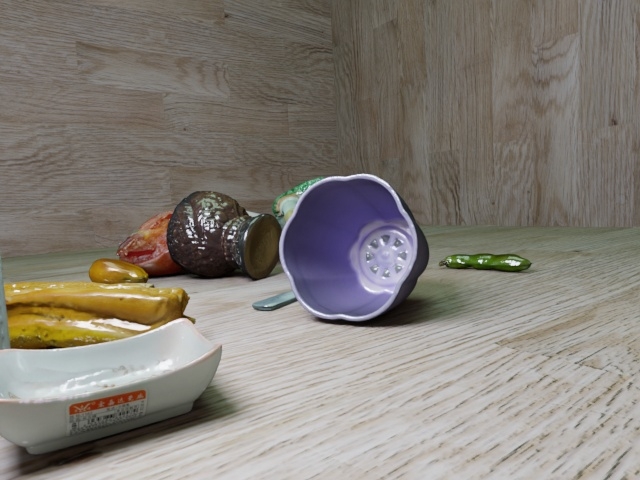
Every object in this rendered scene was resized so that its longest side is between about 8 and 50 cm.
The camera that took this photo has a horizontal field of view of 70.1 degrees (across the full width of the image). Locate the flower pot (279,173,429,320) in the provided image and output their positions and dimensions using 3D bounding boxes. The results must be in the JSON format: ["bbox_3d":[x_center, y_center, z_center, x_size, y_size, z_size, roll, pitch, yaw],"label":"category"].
[{"bbox_3d":[0.096,0.019,0.888,0.264,0.265,0.243,0,-5,30],"label":"flower pot"}]

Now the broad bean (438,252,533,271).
[{"bbox_3d":[0.454,0.059,1.255,0.254,0.047,0.065,-1,12,40],"label":"broad bean"}]

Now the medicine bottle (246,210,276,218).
[{"bbox_3d":[-0.192,-0.023,1.652,0.340,0.131,0.130,13,-6,-37],"label":"medicine bottle"}]

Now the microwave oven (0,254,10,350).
[{"bbox_3d":[-0.464,0.093,0.522,0.162,0.208,0.122,-1,5,20],"label":"microwave oven"}]

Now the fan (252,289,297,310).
[{"bbox_3d":[-0.038,0.120,1.034,0.057,0.023,0.281,-1,7,40],"label":"fan"}]

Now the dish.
[{"bbox_3d":[-0.220,0.150,0.478,0.212,0.077,0.151,-6,7,-31],"label":"dish"}]

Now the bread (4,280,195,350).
[{"bbox_3d":[-0.394,0.123,0.745,0.379,0.109,0.185,-2,1,0],"label":"bread"}]

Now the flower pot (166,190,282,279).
[{"bbox_3d":[-0.271,-0.002,1.360,0.266,0.267,0.266,13,12,29],"label":"flower pot"}]

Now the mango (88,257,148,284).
[{"bbox_3d":[-0.549,0.100,1.250,0.159,0.084,0.105,19,7,4],"label":"mango"}]

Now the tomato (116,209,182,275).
[{"bbox_3d":[-0.505,0.032,1.523,0.308,0.170,0.309,-15,37,12],"label":"tomato"}]

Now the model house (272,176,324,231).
[{"bbox_3d":[0.000,0.000,1.310,0.193,0.267,0.325,-24,26,-1],"label":"model house"}]
